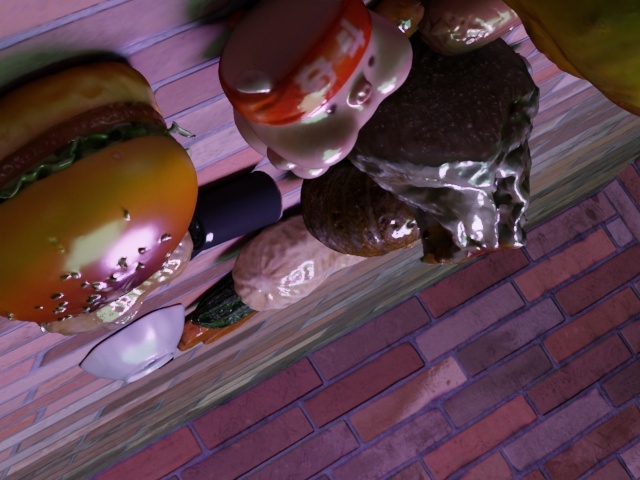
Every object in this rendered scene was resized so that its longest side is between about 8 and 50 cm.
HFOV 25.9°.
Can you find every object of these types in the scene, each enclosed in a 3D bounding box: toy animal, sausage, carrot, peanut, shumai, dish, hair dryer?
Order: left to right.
[{"bbox_3d":[-0.246,0.046,1.660,0.214,0.099,0.099,-39,170,1],"label":"peanut"},{"bbox_3d":[-0.286,0.178,2.218,0.191,0.066,0.190,-32,170,-6],"label":"dish"},{"bbox_3d":[-0.162,0.001,1.773,0.128,0.070,0.255,-24,171,-40],"label":"hair dryer"},{"bbox_3d":[-0.011,-0.149,1.238,0.171,0.171,0.197,-31,174,-7],"label":"toy animal"},{"bbox_3d":[0.000,0.000,2.096,0.298,0.120,0.136,-31,175,-22],"label":"peanut"},{"bbox_3d":[0.040,-0.192,1.457,0.186,0.060,0.060,-42,167,29],"label":"carrot"},{"bbox_3d":[0.131,-0.108,1.573,0.225,0.260,0.222,-7,143,-2],"label":"shumai"},{"bbox_3d":[0.233,-0.291,1.490,0.289,0.086,0.086,-31,170,-4],"label":"sausage"}]

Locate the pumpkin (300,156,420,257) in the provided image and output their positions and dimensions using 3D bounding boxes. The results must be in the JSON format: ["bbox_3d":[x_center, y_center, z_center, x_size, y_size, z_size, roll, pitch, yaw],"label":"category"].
[{"bbox_3d":[0.083,-0.055,1.860,0.219,0.162,0.219,-19,-158,8],"label":"pumpkin"}]

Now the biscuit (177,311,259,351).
[{"bbox_3d":[-0.108,0.086,2.388,0.334,0.047,0.202,-34,171,23],"label":"biscuit"}]

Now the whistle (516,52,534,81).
[{"bbox_3d":[0.201,-0.190,1.822,0.142,0.133,0.346,-43,176,31],"label":"whistle"}]

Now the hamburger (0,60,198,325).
[{"bbox_3d":[-0.207,-0.025,1.171,0.246,0.170,0.246,-30,168,-7],"label":"hamburger"}]

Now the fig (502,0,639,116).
[{"bbox_3d":[0.316,-0.280,1.197,0.343,0.343,0.343,-32,170,-6],"label":"fig"}]

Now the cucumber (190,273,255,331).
[{"bbox_3d":[-0.105,0.073,2.233,0.265,0.077,0.077,-40,168,29],"label":"cucumber"}]
